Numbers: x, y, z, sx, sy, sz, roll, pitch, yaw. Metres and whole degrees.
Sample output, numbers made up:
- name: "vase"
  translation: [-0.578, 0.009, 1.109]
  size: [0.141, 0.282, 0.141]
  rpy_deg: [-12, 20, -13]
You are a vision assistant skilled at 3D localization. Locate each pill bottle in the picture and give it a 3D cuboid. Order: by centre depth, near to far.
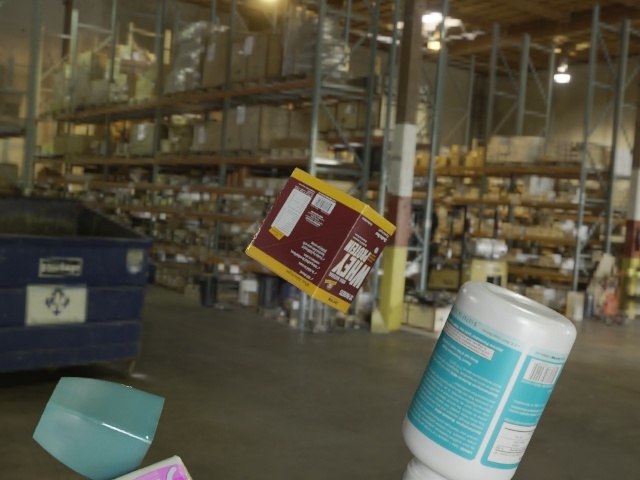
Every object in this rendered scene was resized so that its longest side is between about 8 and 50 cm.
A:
- name: "pill bottle"
  translation: [0.190, 0.192, 0.948]
  size: [0.146, 0.264, 0.146]
  rpy_deg: [22, 8, -3]

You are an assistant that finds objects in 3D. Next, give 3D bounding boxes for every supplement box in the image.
- name: "supplement box"
  translation: [0.000, 0.000, 1.500]
  size: [0.191, 0.194, 0.129]
  rpy_deg: [31, -1, 36]

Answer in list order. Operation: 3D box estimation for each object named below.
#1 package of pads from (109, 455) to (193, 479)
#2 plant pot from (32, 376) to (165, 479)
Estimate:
- name: "package of pads"
  translation: [-0.335, 0.606, 1.583]
  size: [0.229, 0.296, 0.101]
  rpy_deg: [-17, -36, -18]
- name: "plant pot"
  translation: [-0.497, 0.413, 1.744]
  size: [0.234, 0.165, 0.165]
  rpy_deg: [24, 21, -10]
